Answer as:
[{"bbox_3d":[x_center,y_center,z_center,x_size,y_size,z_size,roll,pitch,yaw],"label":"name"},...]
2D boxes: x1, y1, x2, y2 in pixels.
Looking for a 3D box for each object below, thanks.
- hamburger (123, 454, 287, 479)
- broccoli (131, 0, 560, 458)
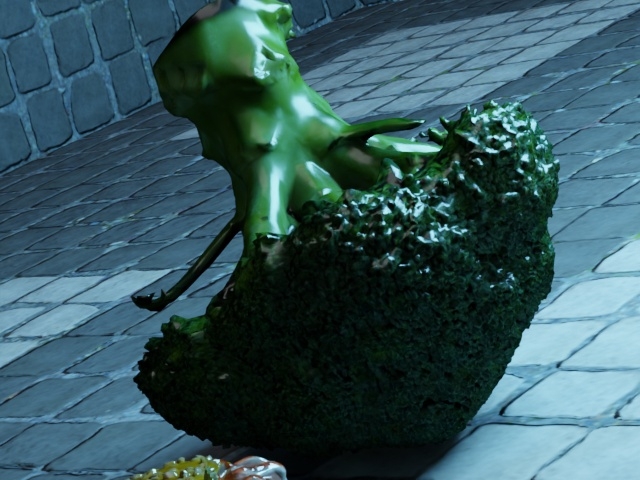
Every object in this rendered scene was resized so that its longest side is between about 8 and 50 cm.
[{"bbox_3d":[-0.089,0.175,0.942,0.173,0.116,0.210,-15,13,18],"label":"hamburger"},{"bbox_3d":[0.000,0.000,1.216,0.297,0.297,0.297,-34,-17,-12],"label":"broccoli"}]
